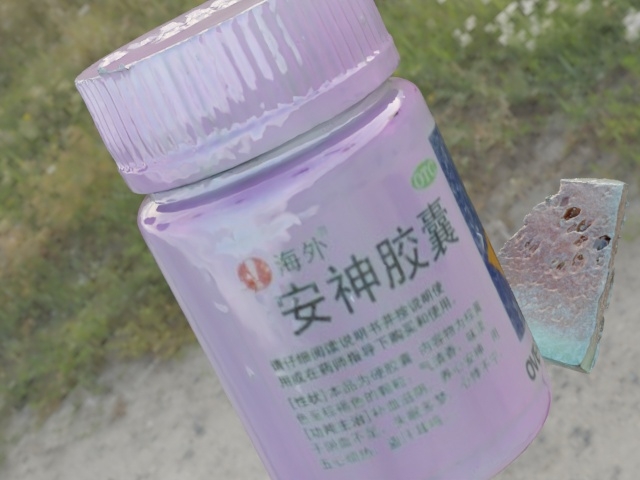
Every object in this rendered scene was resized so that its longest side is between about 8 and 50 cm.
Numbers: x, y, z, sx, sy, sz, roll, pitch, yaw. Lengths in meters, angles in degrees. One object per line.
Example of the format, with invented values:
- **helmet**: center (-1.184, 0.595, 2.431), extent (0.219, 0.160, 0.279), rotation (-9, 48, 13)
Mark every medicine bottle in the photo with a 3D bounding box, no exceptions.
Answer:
- **medicine bottle**: center (0.000, 0.000, 0.793), extent (0.178, 0.291, 0.178), rotation (-23, 15, 7)

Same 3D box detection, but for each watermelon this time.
- **watermelon**: center (0.281, 0.024, 1.595), extent (0.154, 0.094, 0.241), rotation (25, 78, 21)
